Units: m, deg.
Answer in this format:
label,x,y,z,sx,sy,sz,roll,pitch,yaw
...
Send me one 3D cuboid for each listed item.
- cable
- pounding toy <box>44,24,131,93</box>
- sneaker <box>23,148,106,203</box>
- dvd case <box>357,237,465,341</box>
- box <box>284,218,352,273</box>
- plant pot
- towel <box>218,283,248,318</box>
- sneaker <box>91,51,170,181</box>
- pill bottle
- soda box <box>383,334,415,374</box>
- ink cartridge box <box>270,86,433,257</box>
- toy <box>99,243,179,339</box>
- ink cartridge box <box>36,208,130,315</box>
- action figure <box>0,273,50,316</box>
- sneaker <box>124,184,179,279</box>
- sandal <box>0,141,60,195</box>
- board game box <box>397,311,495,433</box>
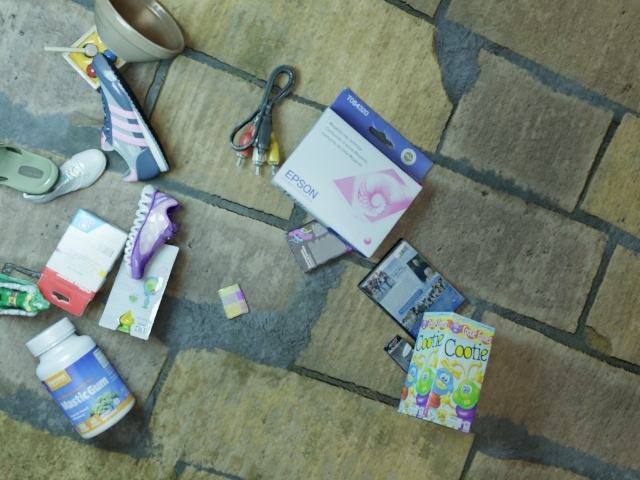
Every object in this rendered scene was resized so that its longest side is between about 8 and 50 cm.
label,x,y,z,sx,sy,sz,roll,pitch,yaw
cable,-0.151,-0.315,1.716,0.139,0.072,0.287,13,81,-12
pounding toy,-0.554,-0.440,1.606,0.130,0.100,0.141,-44,100,-5
sneaker,-0.615,-0.150,1.618,0.212,0.094,0.080,-32,98,-6
dvd case,0.248,0.142,1.825,0.253,0.022,0.180,44,87,-10
box,0.000,0.000,1.768,0.162,0.029,0.116,-26,97,-8
plant pot,-0.445,-0.498,1.580,0.110,0.237,0.237,-40,101,25
towel,-0.228,0.160,1.749,0.060,0.009,0.083,-21,96,-7
sneaker,-0.482,-0.280,1.593,0.131,0.112,0.319,-25,115,-2
pill bottle,-0.586,0.328,1.626,0.152,0.152,0.272,-34,99,-6
soda box,0.251,0.337,1.822,0.060,0.053,0.169,-44,100,-4
ink cartridge box,0.095,-0.179,1.737,0.324,0.071,0.330,38,82,-11
toy,-0.445,0.119,1.675,0.137,0.056,0.237,14,75,14
ink cartridge box,-0.582,0.053,1.645,0.134,0.078,0.231,31,88,-9
action figure,-0.743,0.133,1.591,0.232,0.063,0.137,8,104,14
sneaker,-0.407,-0.016,1.641,0.105,0.095,0.236,14,77,-5
sandal,-0.754,-0.183,1.561,0.303,0.086,0.120,9,77,12
board game box,0.326,0.337,1.738,0.144,0.142,0.275,21,77,-17
